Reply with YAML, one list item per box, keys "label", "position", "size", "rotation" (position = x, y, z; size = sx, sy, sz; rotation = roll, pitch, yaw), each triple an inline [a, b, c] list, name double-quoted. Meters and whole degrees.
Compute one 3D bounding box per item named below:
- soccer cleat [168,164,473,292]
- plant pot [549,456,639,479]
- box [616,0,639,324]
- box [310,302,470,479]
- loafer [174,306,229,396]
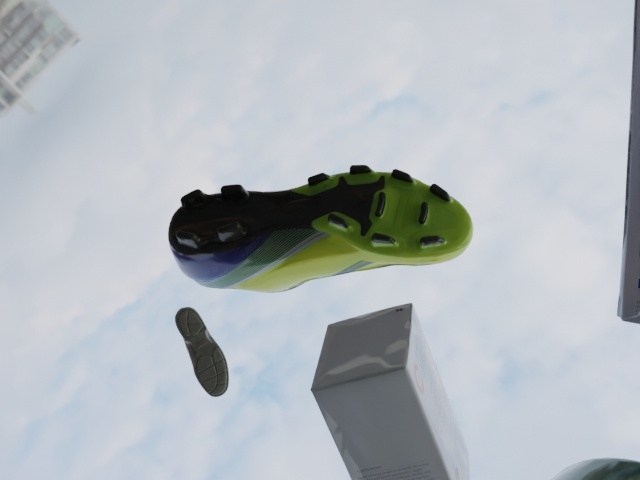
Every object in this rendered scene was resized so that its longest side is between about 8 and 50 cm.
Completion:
- label: "soccer cleat"
  position: [0.000, -0.001, 0.792]
  size: [0.289, 0.121, 0.093]
  rotation: [-2, -124, 11]
- label: "plant pot"
  position: [0.181, 0.355, 0.604]
  size: [0.334, 0.341, 0.341]
  rotation: [-31, -157, -35]
- label: "box"
  position: [0.276, -0.065, 0.354]
  size: [0.261, 0.231, 0.127]
  rotation: [8, -149, 30]
- label: "box"
  position: [0.134, 0.321, 1.456]
  size: [0.168, 0.345, 0.215]
  rotation: [-16, -159, 16]
- label: "loafer"
  position: [-0.155, 0.144, 1.089]
  size: [0.045, 0.125, 0.039]
  rotation: [-24, -174, -14]
